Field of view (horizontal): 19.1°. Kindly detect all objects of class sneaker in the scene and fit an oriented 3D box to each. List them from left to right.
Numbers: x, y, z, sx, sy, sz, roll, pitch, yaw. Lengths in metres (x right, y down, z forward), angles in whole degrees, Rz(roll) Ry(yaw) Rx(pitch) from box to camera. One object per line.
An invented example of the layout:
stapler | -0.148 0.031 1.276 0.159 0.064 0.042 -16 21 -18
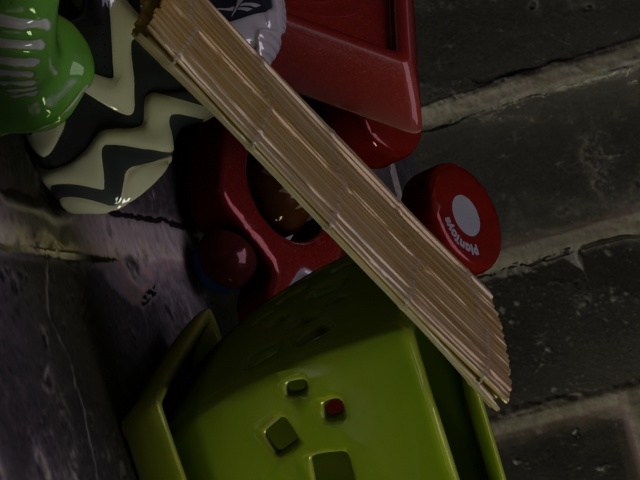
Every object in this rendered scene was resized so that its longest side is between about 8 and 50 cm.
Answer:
sneaker | -0.121 -0.143 1.205 0.235 0.094 0.153 -48 123 -31

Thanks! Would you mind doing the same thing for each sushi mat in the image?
sushi mat | 0.005 -0.036 1.150 0.316 0.019 0.151 46 15 -16

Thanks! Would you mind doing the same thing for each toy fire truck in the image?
toy fire truck | 0.000 0.000 1.569 0.302 0.169 0.254 53 37 -19

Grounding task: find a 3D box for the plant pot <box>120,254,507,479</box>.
plant pot | 0.000 0.144 1.268 0.227 0.207 0.228 -66 140 -73

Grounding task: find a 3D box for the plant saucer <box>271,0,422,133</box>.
plant saucer | -0.031 -0.208 1.541 0.259 0.258 0.047 -89 -159 -57

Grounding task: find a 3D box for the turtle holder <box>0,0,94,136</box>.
turtle holder | -0.133 -0.243 1.041 0.227 0.243 0.320 134 -67 -82
